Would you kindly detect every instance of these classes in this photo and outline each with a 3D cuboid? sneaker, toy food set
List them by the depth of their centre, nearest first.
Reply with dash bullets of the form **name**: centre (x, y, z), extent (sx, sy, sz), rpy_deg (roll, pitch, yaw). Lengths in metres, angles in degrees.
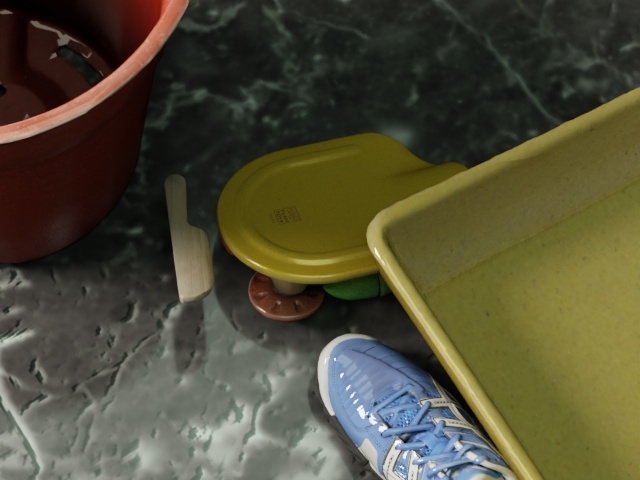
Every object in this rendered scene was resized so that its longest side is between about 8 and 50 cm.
- **sneaker**: centre (0.080, 0.137, 0.869), extent (0.080, 0.081, 0.211), rpy_deg (-40, 77, -18)
- **toy food set**: centre (0.000, 0.000, 0.928), extent (0.218, 0.071, 0.128), rpy_deg (-11, 46, -13)

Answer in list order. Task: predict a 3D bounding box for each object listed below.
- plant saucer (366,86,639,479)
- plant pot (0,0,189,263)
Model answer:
- **plant saucer**: centre (0.226, 0.078, 0.880), extent (0.333, 0.081, 0.332), rpy_deg (-26, 76, -30)
- **plant pot**: centre (-0.213, -0.122, 0.838), extent (0.272, 0.265, 0.272), rpy_deg (3, 68, -6)
